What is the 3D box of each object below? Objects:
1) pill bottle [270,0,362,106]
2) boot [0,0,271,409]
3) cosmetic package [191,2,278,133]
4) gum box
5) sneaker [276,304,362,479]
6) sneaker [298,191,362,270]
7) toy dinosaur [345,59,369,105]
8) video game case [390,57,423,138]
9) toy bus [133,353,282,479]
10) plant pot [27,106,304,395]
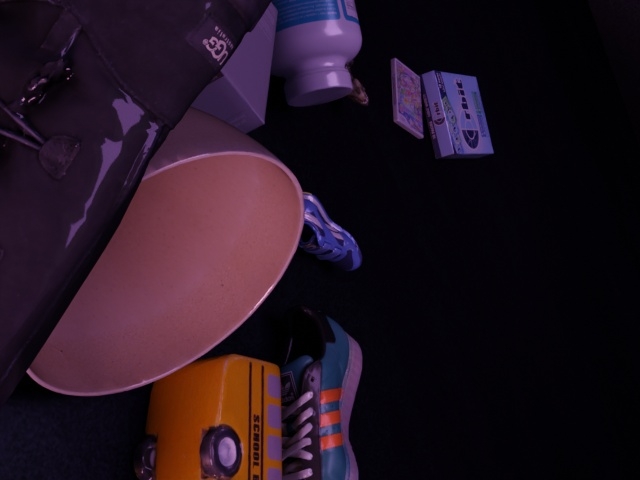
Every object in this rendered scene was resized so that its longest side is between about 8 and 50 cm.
[{"bbox_3d":[-0.027,-0.322,1.277,0.146,0.146,0.264,-4,81,-56],"label":"pill bottle"},{"bbox_3d":[-0.293,-0.083,0.684,0.445,0.367,0.146,-58,156,-5],"label":"boot"},{"bbox_3d":[-0.129,-0.207,1.061,0.107,0.127,0.238,48,31,-37],"label":"cosmetic package"},{"bbox_3d":[0.255,-0.233,1.756,0.184,0.041,0.156,-8,84,-56],"label":"gum box"},{"bbox_3d":[-0.025,0.213,1.119,0.121,0.108,0.302,45,35,-36],"label":"sneaker"},{"bbox_3d":[0.000,0.000,1.281,0.144,0.053,0.059,45,42,-25],"label":"sneaker"},{"bbox_3d":[0.012,-0.331,1.424,0.118,0.064,0.268,16,62,-60],"label":"toy dinosaur"},{"bbox_3d":[0.151,-0.247,1.636,0.087,0.011,0.122,25,58,-50],"label":"video game case"},{"bbox_3d":[-0.110,0.288,0.954,0.130,0.108,0.332,25,57,-51],"label":"toy bus"},{"bbox_3d":[-0.183,-0.024,0.863,0.191,0.284,0.284,48,21,30],"label":"plant pot"}]
